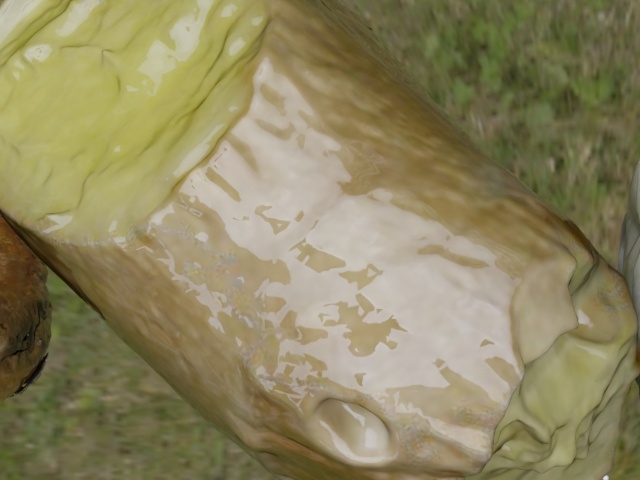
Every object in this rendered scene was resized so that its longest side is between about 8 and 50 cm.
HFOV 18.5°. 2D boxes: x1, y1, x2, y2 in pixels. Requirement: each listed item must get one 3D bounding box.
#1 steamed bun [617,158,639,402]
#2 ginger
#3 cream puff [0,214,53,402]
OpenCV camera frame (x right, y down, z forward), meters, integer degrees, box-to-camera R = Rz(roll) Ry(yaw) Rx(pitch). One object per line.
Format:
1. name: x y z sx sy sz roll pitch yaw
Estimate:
1. steamed bun: 0.188 -0.005 0.626 0.207 0.280 0.268 -14 56 25
2. ginger: 0.000 0.000 0.647 0.221 0.276 0.130 36 101 -29
3. cream puff: -0.227 0.039 0.850 0.183 0.183 0.169 46 108 11
